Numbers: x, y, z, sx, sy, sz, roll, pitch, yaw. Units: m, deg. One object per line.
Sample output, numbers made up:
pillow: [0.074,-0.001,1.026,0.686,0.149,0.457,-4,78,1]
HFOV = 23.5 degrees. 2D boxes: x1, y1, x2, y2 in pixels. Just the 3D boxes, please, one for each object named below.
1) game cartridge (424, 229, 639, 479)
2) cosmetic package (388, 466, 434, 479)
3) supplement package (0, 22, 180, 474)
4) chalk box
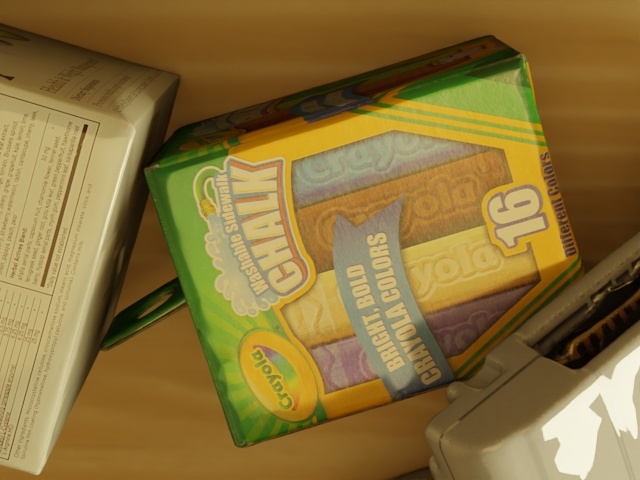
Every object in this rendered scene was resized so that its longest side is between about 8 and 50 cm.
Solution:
game cartridge: [0.187,0.068,0.670,0.294,0.060,0.196,-36,128,-19]
cosmetic package: [0.099,0.228,0.763,0.127,0.107,0.238,-18,98,3]
supplement package: [-0.184,-0.023,0.661,0.203,0.194,0.149,16,101,-4]
chalk box: [0.000,0.000,0.698,0.213,0.132,0.132,-16,102,2]
